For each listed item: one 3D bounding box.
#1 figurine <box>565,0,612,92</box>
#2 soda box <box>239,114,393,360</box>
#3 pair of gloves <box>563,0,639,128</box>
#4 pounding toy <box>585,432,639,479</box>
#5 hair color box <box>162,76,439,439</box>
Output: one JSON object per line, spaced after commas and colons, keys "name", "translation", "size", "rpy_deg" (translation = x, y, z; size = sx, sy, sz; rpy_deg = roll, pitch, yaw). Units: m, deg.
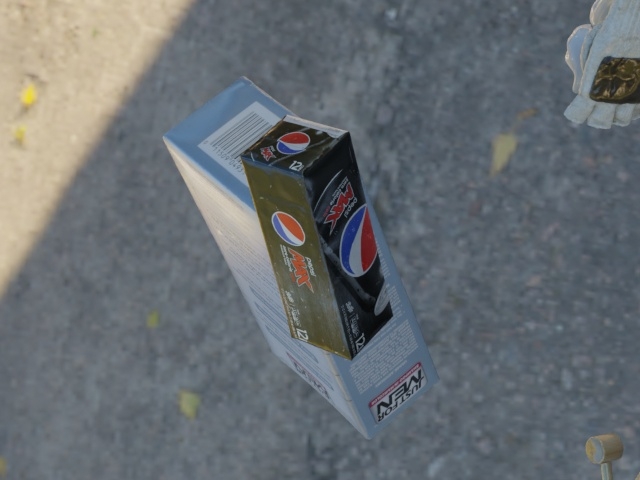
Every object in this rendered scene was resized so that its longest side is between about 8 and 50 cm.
{"name": "figurine", "translation": [0.337, -0.272, 1.563], "size": [0.215, 0.092, 0.209], "rpy_deg": [-62, 2, -19]}
{"name": "soda box", "translation": [0.000, 0.000, 1.010], "size": [0.060, 0.053, 0.169], "rpy_deg": [19, 139, 35]}
{"name": "pair of gloves", "translation": [0.376, -0.170, 1.432], "size": [0.204, 0.240, 0.042], "rpy_deg": [109, 169, -49]}
{"name": "pounding toy", "translation": [0.402, 0.293, 1.690], "size": [0.206, 0.094, 0.181], "rpy_deg": [53, 143, 34]}
{"name": "hair color box", "translation": [-0.012, 0.026, 1.539], "size": [0.113, 0.374, 0.185], "rpy_deg": [-38, 48, -15]}
